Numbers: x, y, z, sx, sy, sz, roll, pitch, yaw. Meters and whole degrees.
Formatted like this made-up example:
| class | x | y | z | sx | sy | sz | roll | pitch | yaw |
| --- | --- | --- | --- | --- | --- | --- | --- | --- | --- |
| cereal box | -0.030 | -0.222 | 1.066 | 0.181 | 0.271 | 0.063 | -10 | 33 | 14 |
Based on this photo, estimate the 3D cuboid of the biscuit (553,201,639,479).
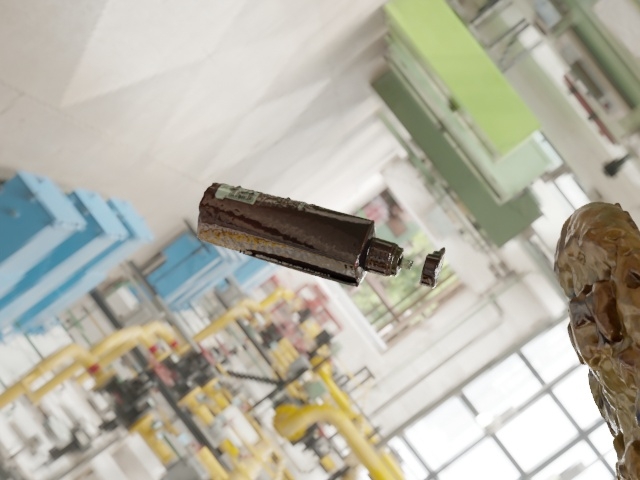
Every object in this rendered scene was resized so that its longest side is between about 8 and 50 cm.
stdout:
| class | x | y | z | sx | sy | sz | roll | pitch | yaw |
| --- | --- | --- | --- | --- | --- | --- | --- | --- | --- |
| biscuit | 0.228 | 0.133 | 0.727 | 0.081 | 0.334 | 0.289 | -21 | -175 | 9 |

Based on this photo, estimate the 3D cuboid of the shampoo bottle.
| class | x | y | z | sx | sy | sz | roll | pitch | yaw |
| --- | --- | --- | --- | --- | --- | --- | --- | --- | --- |
| shampoo bottle | 0.001 | 0.000 | 1.052 | 0.067 | 0.236 | 0.068 | 89 | 20 | -53 |
